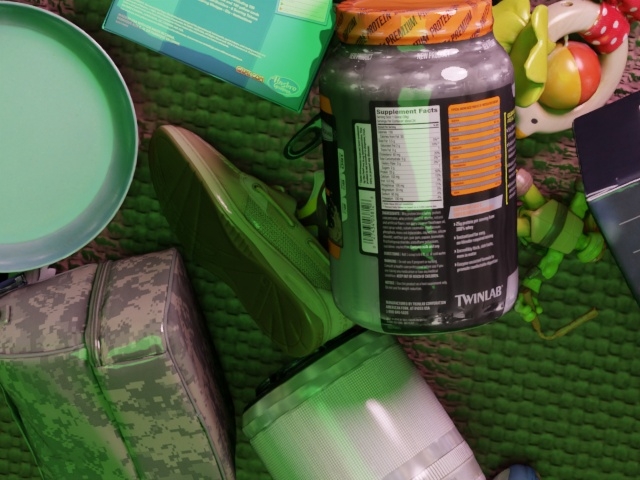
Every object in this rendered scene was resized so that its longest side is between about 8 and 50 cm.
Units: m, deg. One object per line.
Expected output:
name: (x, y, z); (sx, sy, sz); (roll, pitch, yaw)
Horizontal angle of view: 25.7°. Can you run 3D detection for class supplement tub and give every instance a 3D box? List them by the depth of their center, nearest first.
supplement tub: (0.105, -0.086, 1.489); (0.207, 0.207, 0.338); (-1, 107, 6)

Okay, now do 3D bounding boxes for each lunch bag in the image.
lunch bag: (-0.259, 0.178, 1.697); (0.256, 0.212, 0.305); (-14, 124, 4)

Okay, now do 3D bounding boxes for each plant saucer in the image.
plant saucer: (-0.373, -0.121, 1.635); (0.318, 0.044, 0.317); (-2, 102, -7)

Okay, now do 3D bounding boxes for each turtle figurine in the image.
turtle figurine: (0.271, -0.035, 1.668); (0.217, 0.087, 0.269); (28, 95, -22)

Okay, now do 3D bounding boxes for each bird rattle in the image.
bird rattle: (0.281, -0.222, 1.598); (0.253, 0.143, 0.207); (-26, 135, -24)

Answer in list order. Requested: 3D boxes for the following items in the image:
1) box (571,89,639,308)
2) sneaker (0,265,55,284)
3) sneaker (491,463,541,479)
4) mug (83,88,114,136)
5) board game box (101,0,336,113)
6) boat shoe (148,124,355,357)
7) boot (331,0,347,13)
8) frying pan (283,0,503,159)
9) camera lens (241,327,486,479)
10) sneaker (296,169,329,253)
box: (0.492, 0.008, 1.535); (0.293, 0.212, 0.395); (-24, 114, 17)
sneaker: (-0.424, -0.051, 1.725); (0.110, 0.118, 0.292); (-23, 102, 14)
sneaker: (0.155, 0.383, 1.799); (0.131, 0.112, 0.296); (40, 105, -3)
mug: (-0.274, -0.152, 1.704); (0.062, 0.064, 0.078); (4, 108, 4)
board game box: (-0.072, -0.352, 1.616); (0.254, 0.079, 0.336); (24, 107, -2)
boat shoe: (-0.082, -0.011, 1.680); (0.341, 0.110, 0.121); (51, 142, 17)
boot: (0.107, -0.356, 1.538); (0.236, 0.085, 0.178); (-18, 112, -1)
frying pan: (0.115, -0.198, 1.656); (0.197, 0.053, 0.326); (28, 108, -3)
camera lens: (0.053, 0.256, 1.684); (0.219, 0.219, 0.274); (-36, 81, 15)
sneaker: (0.000, 0.000, 1.728); (0.084, 0.069, 0.185); (40, 123, 27)
